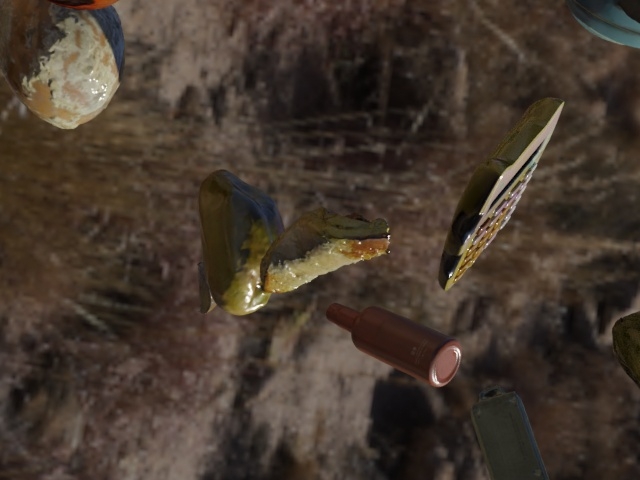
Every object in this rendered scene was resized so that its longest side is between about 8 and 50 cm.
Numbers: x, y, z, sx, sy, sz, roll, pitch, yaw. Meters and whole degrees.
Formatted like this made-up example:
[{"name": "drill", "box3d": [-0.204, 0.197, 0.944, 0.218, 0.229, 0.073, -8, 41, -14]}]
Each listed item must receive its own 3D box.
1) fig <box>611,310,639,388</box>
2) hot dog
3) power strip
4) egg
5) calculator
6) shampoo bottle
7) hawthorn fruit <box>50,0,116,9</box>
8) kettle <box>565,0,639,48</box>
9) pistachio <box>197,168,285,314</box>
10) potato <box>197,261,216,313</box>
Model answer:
[{"name": "fig", "box3d": [0.429, 0.145, 1.600, 0.144, 0.165, 0.154, 20, 90, -57]}, {"name": "hot dog", "box3d": [0.001, -0.001, 1.317, 0.078, 0.169, 0.061, 27, 51, -45]}, {"name": "power strip", "box3d": [0.273, 0.327, 1.837, 0.052, 0.078, 0.272, 67, 6, -52]}, {"name": "egg", "box3d": [-0.404, -0.295, 2.068, 0.203, 0.203, 0.245, -63, 148, -66]}, {"name": "calculator", "box3d": [0.173, -0.041, 1.341, 0.157, 0.033, 0.236, -48, 164, -32]}, {"name": "shampoo bottle", "box3d": [0.108, 0.152, 2.110, 0.085, 0.244, 0.085, -23, 124, -39]}, {"name": "hawthorn fruit", "box3d": [-0.300, -0.413, 1.687, 0.300, 0.254, 0.254, -163, -99, -81]}, {"name": "kettle", "box3d": [0.351, -0.362, 1.300, 0.319, 0.247, 0.342, -81, -169, -57]}, {"name": "pistachio", "box3d": [-0.097, -0.007, 1.615, 0.110, 0.100, 0.189, 61, 20, -65]}, {"name": "potato", "box3d": [-0.174, 0.079, 2.146, 0.037, 0.036, 0.093, -20, 125, -32]}]
